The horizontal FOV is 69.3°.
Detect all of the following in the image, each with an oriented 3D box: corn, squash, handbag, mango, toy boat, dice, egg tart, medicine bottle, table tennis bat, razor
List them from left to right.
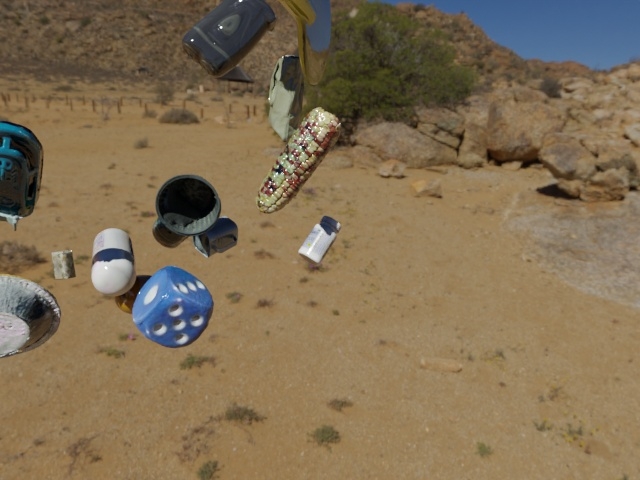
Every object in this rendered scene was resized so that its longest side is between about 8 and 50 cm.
[{"bbox_3d":[-0.700,0.179,1.013,0.234,0.234,0.094,-4,31,-26],"label":"egg tart"},{"bbox_3d":[-0.748,-0.144,1.109,0.134,0.299,0.092,7,50,-28],"label":"toy boat"},{"bbox_3d":[-0.665,0.069,1.491,0.130,0.130,0.341,-3,19,-23],"label":"medicine bottle"},{"bbox_3d":[-0.632,0.192,1.637,0.175,0.139,0.254,4,-8,-17],"label":"mango"},{"bbox_3d":[-0.353,0.159,1.110,0.146,0.143,0.146,36,11,-37],"label":"dice"},{"bbox_3d":[-0.649,-0.078,2.119,0.252,0.165,0.252,-38,15,12],"label":"squash"},{"bbox_3d":[-0.339,-0.780,1.737,0.204,0.349,0.113,45,-8,-1],"label":"razor"},{"bbox_3d":[-0.112,-0.471,1.516,0.109,0.253,0.316,7,19,-11],"label":"handbag"},{"bbox_3d":[-0.049,-0.162,0.979,0.086,0.253,0.086,34,9,-6],"label":"corn"},{"bbox_3d":[-0.027,-0.461,0.972,0.054,0.224,0.368,8,7,11],"label":"table tennis bat"},{"bbox_3d":[0.000,0.000,1.856,0.102,0.187,0.103,31,-14,8],"label":"medicine bottle"}]

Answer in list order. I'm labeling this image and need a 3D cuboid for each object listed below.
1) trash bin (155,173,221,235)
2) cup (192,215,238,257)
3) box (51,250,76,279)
[{"bbox_3d":[-0.371,-0.117,1.333,0.175,0.176,0.161,1,18,-10],"label":"trash bin"},{"bbox_3d":[-0.338,-0.008,1.527,0.128,0.095,0.129,32,42,30],"label":"cup"},{"bbox_3d":[-0.881,0.084,1.590,0.062,0.098,0.045,-5,4,23],"label":"box"}]
